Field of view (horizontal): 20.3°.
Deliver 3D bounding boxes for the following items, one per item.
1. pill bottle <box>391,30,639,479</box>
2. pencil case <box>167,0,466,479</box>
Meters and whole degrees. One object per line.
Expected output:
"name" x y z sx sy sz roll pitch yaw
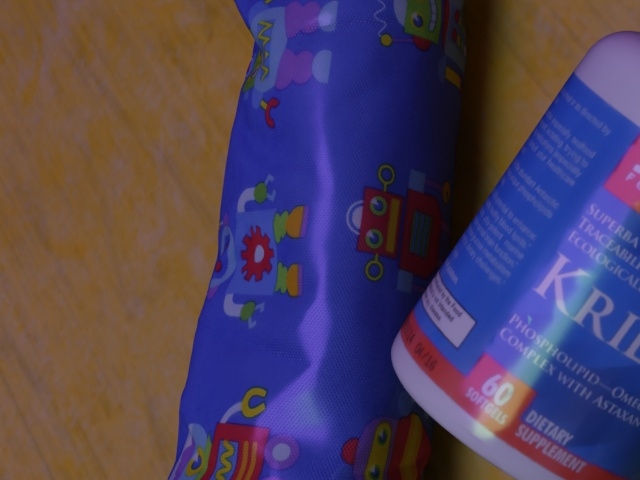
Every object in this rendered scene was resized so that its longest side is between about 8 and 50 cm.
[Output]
"pill bottle" 0.136 -0.008 0.737 0.124 0.124 0.221 43 106 39
"pencil case" 0.000 0.000 0.855 0.133 0.119 0.306 -8 73 50
